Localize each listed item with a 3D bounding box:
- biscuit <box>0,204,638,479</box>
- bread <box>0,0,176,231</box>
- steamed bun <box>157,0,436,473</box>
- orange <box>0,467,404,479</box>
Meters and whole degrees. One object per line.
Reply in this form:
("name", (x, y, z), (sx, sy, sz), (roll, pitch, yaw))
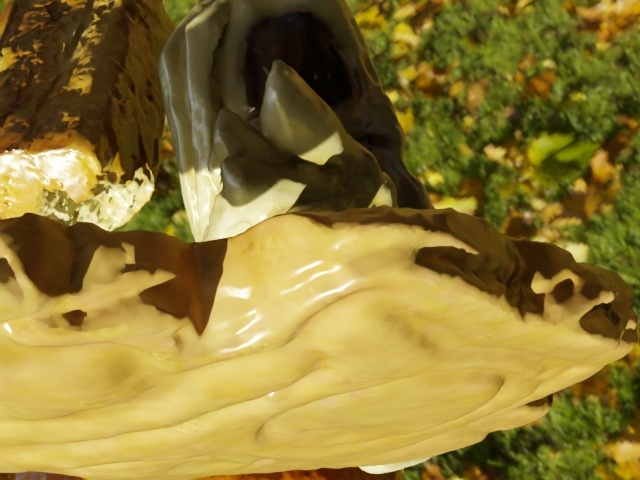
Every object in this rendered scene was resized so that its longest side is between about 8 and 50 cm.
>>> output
("biscuit", (-0.019, 0.055, 0.453), (0.269, 0.376, 0.051), (-17, 70, 25))
("bread", (-0.235, -0.113, 1.089), (0.195, 0.149, 0.344), (-7, 39, 11))
("steamed bun", (0.000, 0.000, 0.877), (0.247, 0.428, 0.189), (-23, 9, -35))
("orange", (-0.127, 0.249, 1.204), (0.424, 0.424, 0.326), (-98, 24, -52))
